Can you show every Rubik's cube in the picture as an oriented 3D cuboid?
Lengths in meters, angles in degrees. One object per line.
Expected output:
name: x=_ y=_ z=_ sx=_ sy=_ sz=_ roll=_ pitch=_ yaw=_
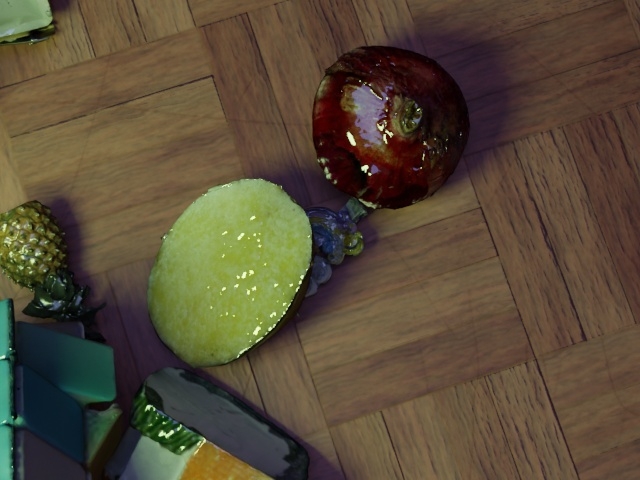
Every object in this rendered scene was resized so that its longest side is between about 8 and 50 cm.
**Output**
Rubik's cube: x=-0.435 y=0.291 z=1.649 sx=0.358 sy=0.368 sz=0.387 roll=-1 pitch=54 yaw=-10

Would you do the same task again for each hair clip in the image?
hair clip: x=0.000 y=0.000 z=1.952 sx=0.172 sy=0.049 sz=0.116 roll=-39 pitch=69 yaw=1

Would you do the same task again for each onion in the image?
onion: x=0.105 y=-0.175 z=1.896 sx=0.252 sy=0.219 sz=0.252 roll=0 pitch=87 yaw=-7

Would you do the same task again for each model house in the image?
model house: x=-0.203 y=0.374 z=1.829 sx=0.271 sy=0.190 sz=0.301 roll=32 pitch=97 yaw=-4

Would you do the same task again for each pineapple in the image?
pineapple: x=-0.400 y=0.067 z=1.899 sx=0.125 sy=0.125 sz=0.251 roll=-27 pitch=87 yaw=-6

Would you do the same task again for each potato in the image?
potato: x=-0.123 y=0.047 z=1.901 sx=0.239 sy=0.116 sz=0.299 roll=39 pitch=98 yaw=18

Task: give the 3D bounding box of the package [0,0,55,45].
package: x=-0.578 y=-0.370 z=1.970 sx=0.311 sy=0.221 sz=0.165 roll=-15 pitch=120 yaw=-6
